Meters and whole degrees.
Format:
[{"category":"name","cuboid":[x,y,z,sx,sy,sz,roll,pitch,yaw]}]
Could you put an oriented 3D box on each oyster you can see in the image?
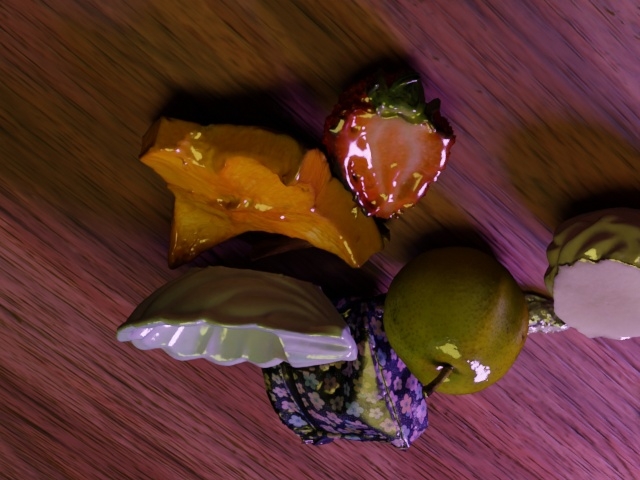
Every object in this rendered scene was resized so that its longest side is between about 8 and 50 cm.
[{"category":"oyster","cuboid":[0.250,0.105,2.090,0.098,0.037,0.100,21,142,-9]}]

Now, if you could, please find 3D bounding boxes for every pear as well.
[{"category":"pear","cuboid":[0.157,0.111,1.982,0.166,0.216,0.180,-7,133,19]}]

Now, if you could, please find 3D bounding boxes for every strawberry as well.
[{"category":"strawberry","cuboid":[0.073,-0.114,1.824,0.140,0.085,0.192,-24,135,19]}]

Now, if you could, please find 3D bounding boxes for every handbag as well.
[{"category":"handbag","cuboid":[0.026,0.166,2.153,0.208,0.127,0.228,2,122,35]}]

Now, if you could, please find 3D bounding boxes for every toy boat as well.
[{"category":"toy boat","cuboid":[-0.099,0.093,2.030,0.290,0.100,0.199,5,165,12]}]

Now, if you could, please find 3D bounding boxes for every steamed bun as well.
[{"category":"steamed bun","cuboid":[0.339,0.028,1.910,0.183,0.106,0.183,11,141,9]}]

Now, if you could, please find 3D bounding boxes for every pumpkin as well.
[{"category":"pumpkin","cuboid":[-0.093,-0.053,1.930,0.290,0.095,0.258,2,151,26]}]

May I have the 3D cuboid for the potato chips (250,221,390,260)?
[{"category":"potato chips","cuboid":[0.000,0.000,2.039,0.204,0.037,0.026,-6,129,32]}]
